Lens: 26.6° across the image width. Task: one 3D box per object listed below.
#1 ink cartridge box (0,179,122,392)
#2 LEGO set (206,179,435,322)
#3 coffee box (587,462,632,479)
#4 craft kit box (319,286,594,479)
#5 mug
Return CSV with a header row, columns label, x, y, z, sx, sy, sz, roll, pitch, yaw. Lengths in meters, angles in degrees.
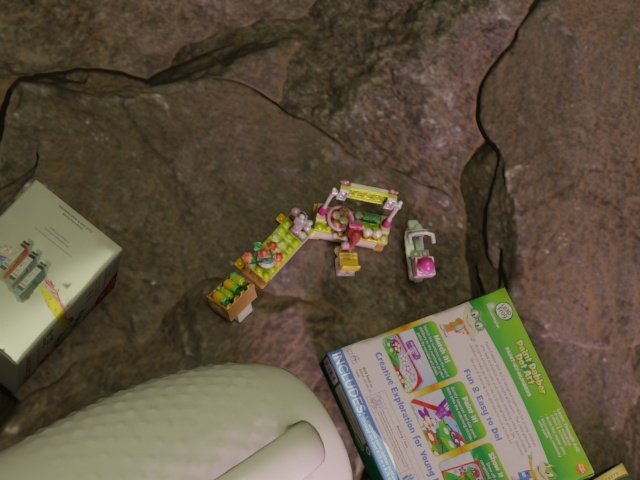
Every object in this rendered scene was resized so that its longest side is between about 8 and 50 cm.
label,x,y,z,sx,sy,sz,roll,pitch,yaw
ink cartridge box,-0.325,0.054,1.484,0.127,0.128,0.176,39,65,3
LEGO set,0.000,0.000,1.600,0.287,0.107,0.132,-10,71,-18
coffee box,0.350,0.365,1.575,0.113,0.040,0.184,-23,76,-21
craft kit box,0.159,0.208,1.586,0.246,0.061,0.250,-19,74,-18
mug,-0.126,0.259,1.318,0.328,0.374,0.276,-27,85,-27
